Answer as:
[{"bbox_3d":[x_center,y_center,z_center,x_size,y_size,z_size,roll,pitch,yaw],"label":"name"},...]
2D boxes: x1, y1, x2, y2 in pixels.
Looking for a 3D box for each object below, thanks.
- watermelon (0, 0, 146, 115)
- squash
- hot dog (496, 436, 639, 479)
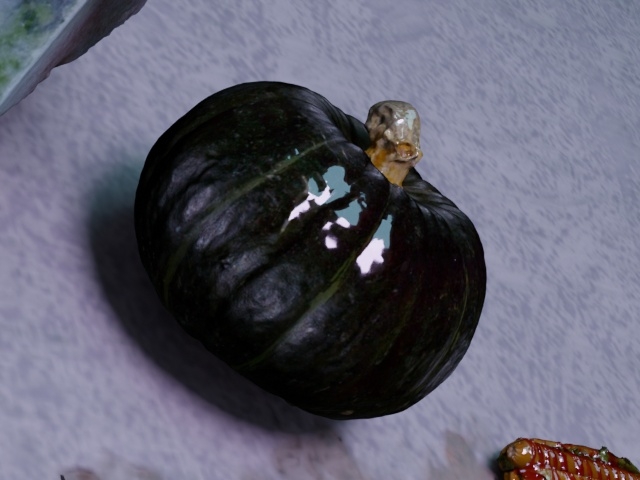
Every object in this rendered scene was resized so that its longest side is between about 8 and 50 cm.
[{"bbox_3d":[-0.147,-0.180,0.755,0.214,0.289,0.320,79,-10,-62],"label":"watermelon"},{"bbox_3d":[-0.003,0.005,0.795,0.193,0.156,0.193,61,11,-21],"label":"squash"},{"bbox_3d":[0.163,0.151,0.951,0.144,0.038,0.062,23,39,-37],"label":"hot dog"}]
